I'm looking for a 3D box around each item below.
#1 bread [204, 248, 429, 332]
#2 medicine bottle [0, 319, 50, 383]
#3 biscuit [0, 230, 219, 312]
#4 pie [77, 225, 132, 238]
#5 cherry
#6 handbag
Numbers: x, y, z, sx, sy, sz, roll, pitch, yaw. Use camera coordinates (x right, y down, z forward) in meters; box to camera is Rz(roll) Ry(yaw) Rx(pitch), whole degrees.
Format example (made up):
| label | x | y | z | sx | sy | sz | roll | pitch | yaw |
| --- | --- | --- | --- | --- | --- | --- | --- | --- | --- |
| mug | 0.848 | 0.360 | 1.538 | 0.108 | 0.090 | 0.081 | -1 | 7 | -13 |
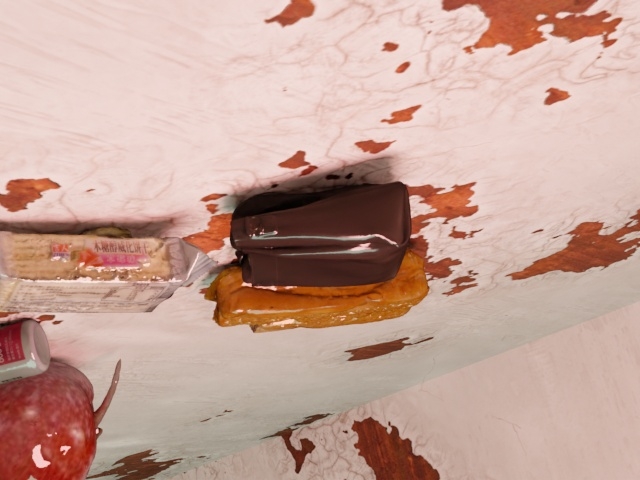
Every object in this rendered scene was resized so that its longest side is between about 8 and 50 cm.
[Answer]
| label | x | y | z | sx | sy | sz | roll | pitch | yaw |
| --- | --- | --- | --- | --- | --- | --- | --- | --- | --- |
| bread | -0.010 | 0.090 | 1.563 | 0.381 | 0.109 | 0.185 | -6 | 163 | -21 |
| medicine bottle | -0.554 | 0.194 | 1.478 | 0.217 | 0.090 | 0.090 | -14 | 161 | 0 |
| biscuit | -0.312 | 0.048 | 1.210 | 0.309 | 0.079 | 0.186 | 0 | 159 | -30 |
| pie | -0.294 | 0.003 | 1.242 | 0.085 | 0.019 | 0.084 | -13 | 161 | -5 |
| cherry | -0.557 | 0.356 | 1.674 | 0.335 | 0.291 | 0.326 | 1 | 174 | 11 |
| handbag | 0.000 | 0.000 | 1.313 | 0.257 | 0.113 | 0.285 | -8 | 167 | -2 |
